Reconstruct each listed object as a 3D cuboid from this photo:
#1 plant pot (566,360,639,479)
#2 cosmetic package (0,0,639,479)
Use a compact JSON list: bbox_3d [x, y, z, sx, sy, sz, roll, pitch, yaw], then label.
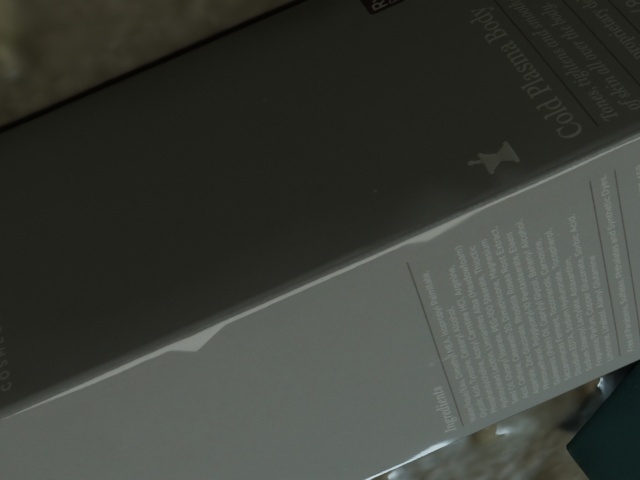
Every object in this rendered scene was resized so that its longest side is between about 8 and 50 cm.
[{"bbox_3d":[0.267,0.067,0.528,0.165,0.165,0.234,18,112,-33],"label":"plant pot"},{"bbox_3d":[0.000,0.000,0.379,0.238,0.127,0.107,-23,134,-5],"label":"cosmetic package"}]
